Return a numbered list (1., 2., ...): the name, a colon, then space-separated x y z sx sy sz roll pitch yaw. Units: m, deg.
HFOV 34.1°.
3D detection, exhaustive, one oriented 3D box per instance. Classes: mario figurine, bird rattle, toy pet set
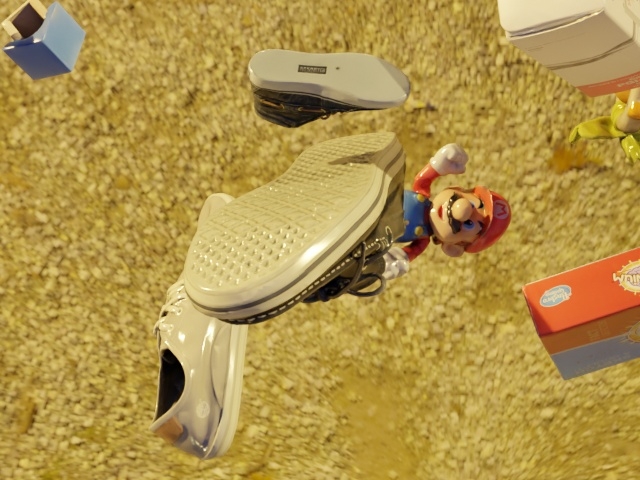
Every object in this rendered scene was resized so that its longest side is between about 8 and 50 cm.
1. mario figurine: 0.166 -0.052 1.752 0.320 0.170 0.198 1 118 -4
2. bird rattle: 0.509 -0.255 1.661 0.143 0.207 0.254 19 87 3
3. toy pet set: -0.257 -0.182 0.856 0.122 0.114 0.065 -42 51 -2

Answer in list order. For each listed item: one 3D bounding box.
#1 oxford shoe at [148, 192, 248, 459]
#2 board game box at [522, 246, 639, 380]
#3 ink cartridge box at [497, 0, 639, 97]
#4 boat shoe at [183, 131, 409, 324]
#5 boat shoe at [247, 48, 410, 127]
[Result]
1. oxford shoe: -0.192 0.117 1.641 0.130 0.169 0.450 14 61 -21
2. board game box: 0.412 0.064 1.215 0.316 0.242 0.064 -20 66 13
3. ink cartridge box: 0.308 -0.305 1.221 0.117 0.283 0.207 -11 78 30
4. boat shoe: 0.000 0.000 1.197 0.186 0.500 0.156 -4 107 19
5. boat shoe: 0.010 -0.166 1.182 0.183 0.083 0.065 10 60 6
